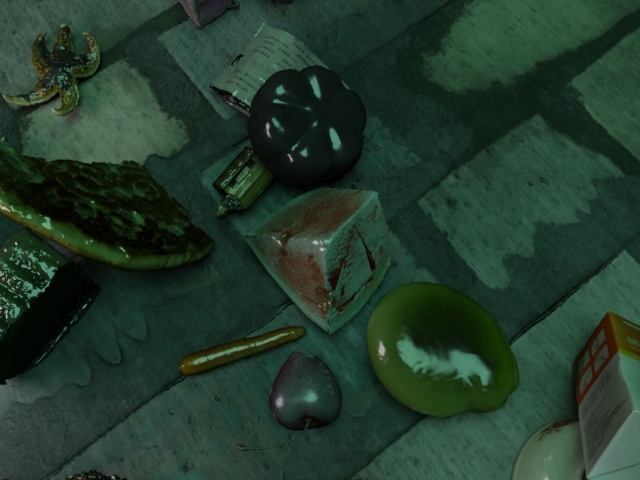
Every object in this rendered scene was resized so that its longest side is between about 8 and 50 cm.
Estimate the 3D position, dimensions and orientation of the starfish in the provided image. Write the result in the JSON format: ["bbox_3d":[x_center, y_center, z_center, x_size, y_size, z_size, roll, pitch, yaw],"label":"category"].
[{"bbox_3d":[-0.569,-0.355,1.435,0.215,0.071,0.238,-24,62,-4],"label":"starfish"}]

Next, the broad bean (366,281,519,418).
[{"bbox_3d":[0.218,0.202,1.214,0.291,0.119,0.238,35,73,12],"label":"broad bean"}]

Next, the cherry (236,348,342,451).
[{"bbox_3d":[-0.057,0.274,1.187,0.188,0.115,0.148,-8,89,1],"label":"cherry"}]

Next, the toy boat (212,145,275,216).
[{"bbox_3d":[-0.139,-0.140,1.353,0.088,0.068,0.226,40,75,-8],"label":"toy boat"}]

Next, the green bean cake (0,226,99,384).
[{"bbox_3d":[-0.528,0.124,1.163,0.132,0.241,0.255,36,76,3],"label":"green bean cake"}]

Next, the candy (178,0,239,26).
[{"bbox_3d":[-0.299,-0.626,1.488,0.115,0.155,0.265,-32,73,-9],"label":"candy"}]

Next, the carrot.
[{"bbox_3d":[-0.145,0.202,1.250,0.247,0.043,0.043,-16,71,-9],"label":"carrot"}]

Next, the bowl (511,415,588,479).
[{"bbox_3d":[0.476,0.429,1.126,0.276,0.145,0.277,1,67,-1],"label":"bowl"}]

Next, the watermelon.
[{"bbox_3d":[0.000,0.000,1.242,0.261,0.201,0.213,41,65,17],"label":"watermelon"}]

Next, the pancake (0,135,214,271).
[{"bbox_3d":[-0.406,-0.058,1.209,0.067,0.426,0.305,-53,56,25],"label":"pancake"}]

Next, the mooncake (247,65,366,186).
[{"bbox_3d":[-0.022,-0.225,1.320,0.244,0.133,0.245,7,74,-24],"label":"mooncake"}]

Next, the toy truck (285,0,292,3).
[{"bbox_3d":[-0.053,-0.629,1.512,0.208,0.126,0.113,-20,72,-4],"label":"toy truck"}]

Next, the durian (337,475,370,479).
[{"bbox_3d":[0.075,0.519,1.038,0.290,0.225,0.291,-2,68,4],"label":"durian"}]

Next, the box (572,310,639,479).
[{"bbox_3d":[0.551,0.279,1.084,0.224,0.341,0.144,24,114,8],"label":"box"}]

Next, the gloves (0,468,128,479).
[{"bbox_3d":[-0.425,0.473,1.089,0.312,0.135,0.210,-4,47,19],"label":"gloves"}]

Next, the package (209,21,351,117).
[{"bbox_3d":[-0.084,-0.332,1.435,0.250,0.062,0.204,37,77,5],"label":"package"}]
